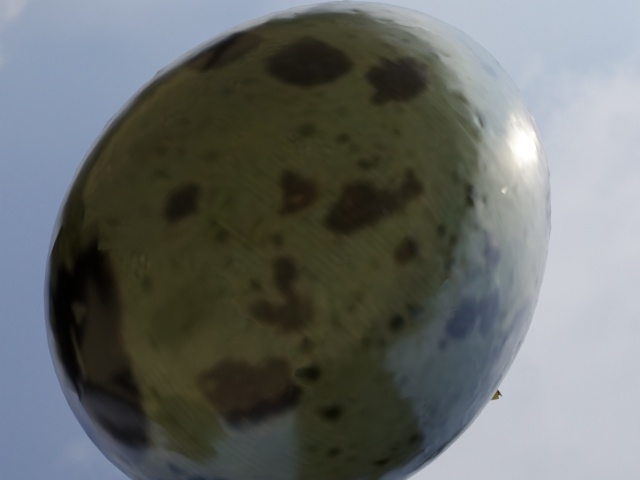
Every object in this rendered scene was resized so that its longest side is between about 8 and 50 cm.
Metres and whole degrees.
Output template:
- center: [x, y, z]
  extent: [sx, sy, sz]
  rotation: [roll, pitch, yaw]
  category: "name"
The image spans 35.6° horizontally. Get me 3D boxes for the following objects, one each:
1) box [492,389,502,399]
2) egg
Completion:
- center: [0.230, 0.268, 1.704]
  extent: [0.149, 0.020, 0.073]
  rotation: [-9, 180, -7]
  category: "box"
- center: [0.000, 0.000, 0.630]
  extent: [0.287, 0.288, 0.379]
  rotation: [16, -133, 38]
  category: "egg"
